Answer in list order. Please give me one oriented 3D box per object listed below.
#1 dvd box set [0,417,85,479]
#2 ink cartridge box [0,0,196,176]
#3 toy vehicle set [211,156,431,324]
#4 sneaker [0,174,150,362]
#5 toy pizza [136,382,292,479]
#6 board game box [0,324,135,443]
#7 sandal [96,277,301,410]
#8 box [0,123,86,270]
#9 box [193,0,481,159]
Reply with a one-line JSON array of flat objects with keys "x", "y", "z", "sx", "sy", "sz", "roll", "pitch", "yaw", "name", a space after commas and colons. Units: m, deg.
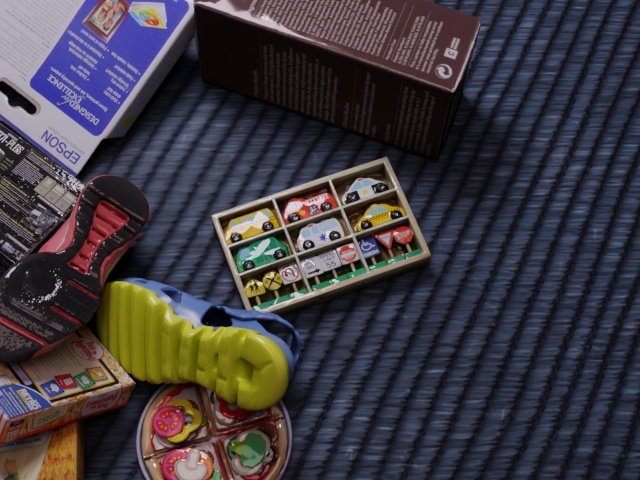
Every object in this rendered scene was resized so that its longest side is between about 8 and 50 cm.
[{"x": -0.422, "y": 0.367, "z": 1.287, "sx": 0.308, "sy": 0.062, "sz": 0.420, "roll": -8, "pitch": 36, "yaw": -5, "name": "dvd box set"}, {"x": -0.367, "y": -0.296, "z": 1.680, "sx": 0.304, "sy": 0.072, "sz": 0.307, "roll": 37, "pitch": 95, "yaw": 14, "name": "ink cartridge box"}, {"x": 0.000, "y": 0.000, "z": 1.589, "sx": 0.267, "sy": 0.035, "sz": 0.166, "roll": -19, "pitch": 67, "yaw": -10, "name": "toy vehicle set"}, {"x": -0.329, "y": 0.057, "z": 1.478, "sx": 0.116, "sy": 0.136, "sz": 0.314, "roll": 36, "pitch": 49, "yaw": -3, "name": "sneaker"}, {"x": -0.137, "y": 0.252, "z": 1.470, "sx": 0.201, "sy": 0.032, "sz": 0.201, "roll": 1, "pitch": 65, "yaw": -1, "name": "toy pizza"}, {"x": -0.352, "y": 0.166, "z": 1.429, "sx": 0.193, "sy": 0.045, "sz": 0.147, "roll": -11, "pitch": 47, "yaw": -48, "name": "board game box"}, {"x": -0.153, "y": 0.127, "z": 1.482, "sx": 0.317, "sy": 0.138, "sz": 0.126, "roll": 20, "pitch": 110, "yaw": 25, "name": "sandal"}, {"x": -0.425, "y": -0.052, "z": 1.579, "sx": 0.180, "sy": 0.077, "sz": 0.147, "roll": 34, "pitch": 69, "yaw": 13, "name": "box"}, {"x": 0.020, "y": -0.270, "z": 1.632, "sx": 0.382, "sy": 0.191, "sz": 0.143, "roll": 19, "pitch": 65, "yaw": 6, "name": "box"}]
